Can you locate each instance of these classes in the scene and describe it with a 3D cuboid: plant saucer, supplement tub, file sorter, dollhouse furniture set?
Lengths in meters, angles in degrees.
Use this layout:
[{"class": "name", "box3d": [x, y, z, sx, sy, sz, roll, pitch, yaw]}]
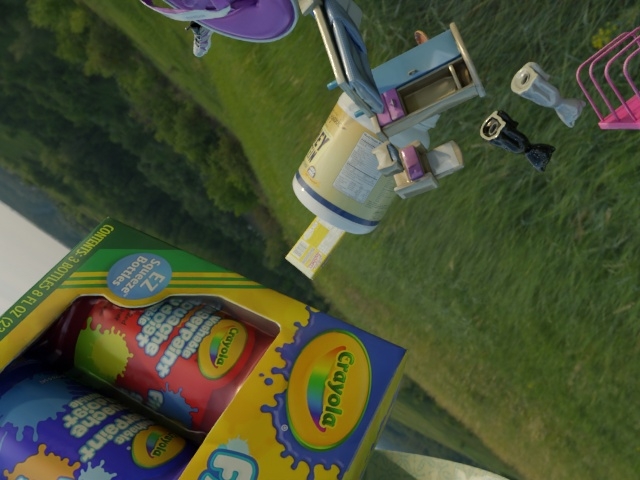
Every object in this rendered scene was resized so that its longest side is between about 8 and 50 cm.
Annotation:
[{"class": "plant saucer", "box3d": [0.323, -0.613, 1.821, 0.083, 0.013, 0.083, 52, 178, 3]}, {"class": "supplement tub", "box3d": [0.102, -0.198, 1.324, 0.228, 0.316, 0.228, 28, -159, -12]}, {"class": "file sorter", "box3d": [0.776, -0.392, 1.378, 0.182, 0.202, 0.291, 52, -178, -13]}, {"class": "dollhouse furniture set", "box3d": [0.131, -0.267, 0.928, 0.303, 0.198, 0.287, 27, -137, -60]}]

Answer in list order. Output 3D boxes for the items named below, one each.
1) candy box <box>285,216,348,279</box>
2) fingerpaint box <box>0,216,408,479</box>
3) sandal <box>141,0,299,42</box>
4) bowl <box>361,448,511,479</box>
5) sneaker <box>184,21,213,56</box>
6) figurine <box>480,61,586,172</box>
[{"class": "candy box", "box3d": [0.000, 0.000, 1.687, 0.105, 0.206, 0.027, 38, 180, 23]}, {"class": "fingerpaint box", "box3d": [-0.178, 0.226, 0.526, 0.370, 0.445, 0.163, 23, 141, 17]}, {"class": "sandal", "box3d": [-0.237, -0.421, 0.946, 0.416, 0.102, 0.169, 24, 147, -14]}, {"class": "bowl", "box3d": [0.112, 0.378, 0.763, 0.289, 0.156, 0.289, 8, 170, 1]}, {"class": "sneaker", "box3d": [-0.241, -0.406, 1.154, 0.038, 0.098, 0.069, 41, -149, 15]}, {"class": "figurine", "box3d": [0.538, -0.297, 1.459, 0.209, 0.215, 0.092, 24, -163, -24]}]
